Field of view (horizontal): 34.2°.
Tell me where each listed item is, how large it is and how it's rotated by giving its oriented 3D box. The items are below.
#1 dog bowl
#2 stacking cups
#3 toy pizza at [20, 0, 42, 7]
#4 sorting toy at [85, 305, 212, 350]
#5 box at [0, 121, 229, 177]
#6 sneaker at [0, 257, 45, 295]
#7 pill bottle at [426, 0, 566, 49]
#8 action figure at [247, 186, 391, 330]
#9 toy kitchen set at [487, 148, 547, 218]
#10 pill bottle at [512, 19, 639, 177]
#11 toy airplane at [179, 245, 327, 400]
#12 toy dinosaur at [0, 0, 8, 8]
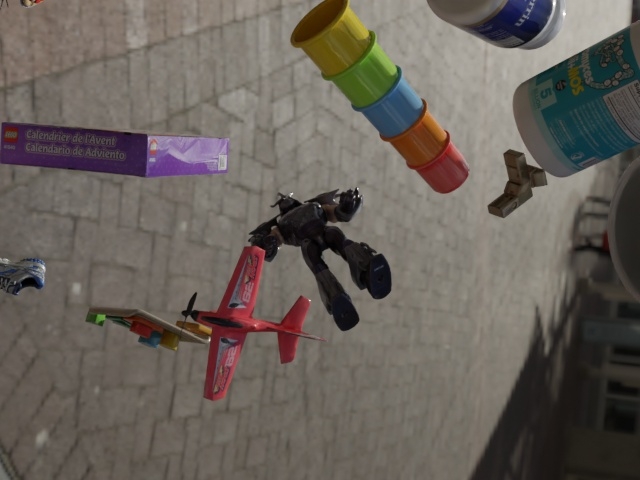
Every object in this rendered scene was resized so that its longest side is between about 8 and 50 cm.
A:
[{"bbox_3d":[0.652,-0.019,1.835,0.102,0.349,0.348,-2,98,-29],"label":"dog bowl"},{"bbox_3d":[0.088,-0.180,1.405,0.316,0.096,0.096,49,43,-29],"label":"stacking cups"},{"bbox_3d":[-0.552,-0.561,2.172,0.201,0.032,0.201,-51,-178,3],"label":"toy pizza"},{"bbox_3d":[-0.345,0.180,2.079,0.196,0.348,0.047,26,72,-36],"label":"sorting toy"},{"bbox_3d":[-0.266,-0.123,1.407,0.293,0.201,0.057,-18,113,-75],"label":"box"},{"bbox_3d":[-0.535,0.064,1.780,0.052,0.135,0.058,-56,-135,50],"label":"sneaker"},{"bbox_3d":[0.296,-0.403,1.718,0.265,0.153,0.153,6,89,-54],"label":"pill bottle"},{"bbox_3d":[0.000,0.000,1.528,0.285,0.185,0.099,49,-7,47],"label":"action figure"},{"bbox_3d":[0.311,-0.087,1.658,0.075,0.068,0.083,-35,126,-25],"label":"toy kitchen set"},{"bbox_3d":[0.397,-0.196,1.364,0.146,0.264,0.146,32,44,-38],"label":"pill bottle"},{"bbox_3d":[-0.062,0.077,0.975,0.151,0.028,0.151,-7,106,-27],"label":"toy airplane"},{"bbox_3d":[-0.311,-0.283,1.066,0.082,0.047,0.090,30,59,-21],"label":"toy dinosaur"}]
